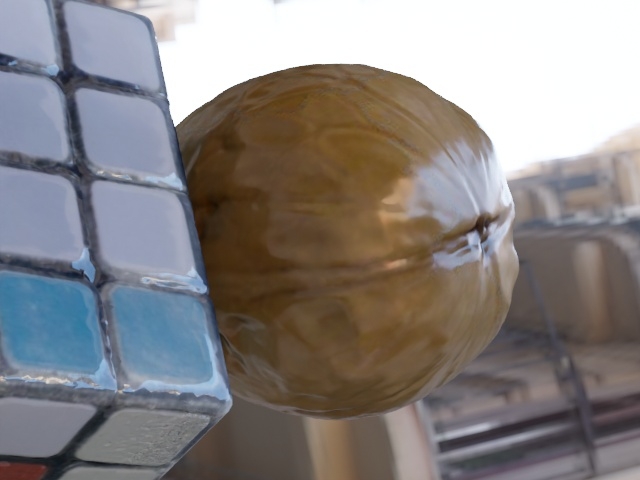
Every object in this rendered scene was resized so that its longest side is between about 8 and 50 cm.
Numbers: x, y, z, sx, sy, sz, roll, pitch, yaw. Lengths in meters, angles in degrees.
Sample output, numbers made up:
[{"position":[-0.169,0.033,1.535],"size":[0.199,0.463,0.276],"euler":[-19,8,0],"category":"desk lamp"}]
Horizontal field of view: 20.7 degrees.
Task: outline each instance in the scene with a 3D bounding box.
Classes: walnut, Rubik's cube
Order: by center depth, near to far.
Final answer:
[{"position":[-0.228,0.026,0.883],"size":[0.253,0.256,0.259],"euler":[-45,-131,41],"category":"Rubik's cube"},{"position":[0.000,0.000,0.964],"size":[0.222,0.195,0.195],"euler":[-4,-84,49],"category":"walnut"}]
